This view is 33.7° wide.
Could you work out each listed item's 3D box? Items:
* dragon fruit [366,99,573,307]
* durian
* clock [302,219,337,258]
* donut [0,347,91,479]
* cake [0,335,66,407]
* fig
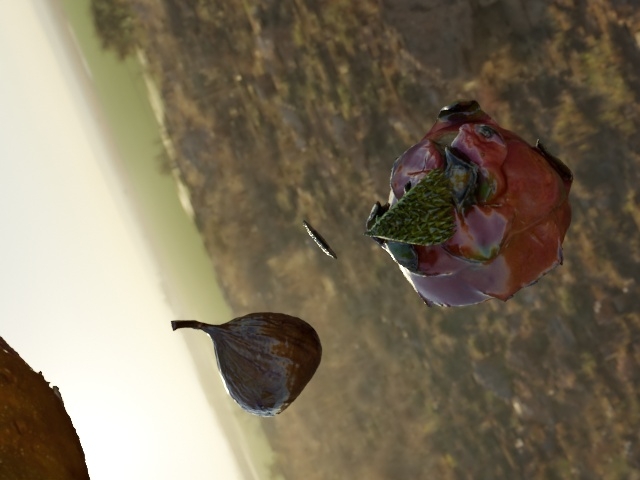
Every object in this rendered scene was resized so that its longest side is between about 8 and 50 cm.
[{"bbox_3d":[0.205,-0.070,1.543,0.226,0.305,0.305,50,-179,-32],"label":"dragon fruit"},{"bbox_3d":[0.120,-0.045,1.334,0.215,0.100,0.086,-40,-57,-64],"label":"durian"},{"bbox_3d":[0.000,0.000,1.597,0.074,0.010,0.083,47,-176,-24],"label":"clock"},{"bbox_3d":[-0.340,0.197,0.888,0.303,0.110,0.303,39,-155,-22],"label":"donut"},{"bbox_3d":[-0.517,0.228,1.585,0.262,0.160,0.158,59,178,-41],"label":"cake"},{"bbox_3d":[-0.105,0.142,1.374,0.133,0.201,0.146,-84,20,-58],"label":"fig"}]
